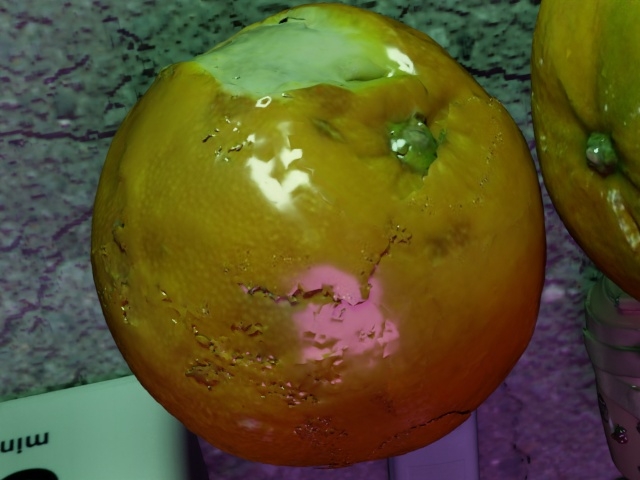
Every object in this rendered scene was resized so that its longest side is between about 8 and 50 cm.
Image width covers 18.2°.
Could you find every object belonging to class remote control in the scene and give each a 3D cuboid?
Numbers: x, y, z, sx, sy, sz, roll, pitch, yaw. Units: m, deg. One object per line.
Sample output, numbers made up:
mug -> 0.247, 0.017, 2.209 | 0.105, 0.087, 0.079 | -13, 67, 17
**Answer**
remote control -> 0.069, 0.110, 1.250 | 0.061, 0.029, 0.162 | -7, 126, 0

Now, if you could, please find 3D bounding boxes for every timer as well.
timer -> -0.155, 0.222, 1.202 | 0.192, 0.195, 0.194 | -12, 127, 1

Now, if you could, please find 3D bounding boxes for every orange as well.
orange -> 0.198, -0.064, 0.975 | 0.171, 0.240, 0.240 | -26, 130, -25
orange -> 0.000, 0.000, 1.036 | 0.240, 0.240, 0.240 | -3, 125, -5

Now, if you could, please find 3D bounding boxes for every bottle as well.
bottle -> 0.205, 0.070, 1.200 | 0.099, 0.099, 0.152 | -14, 124, 3
